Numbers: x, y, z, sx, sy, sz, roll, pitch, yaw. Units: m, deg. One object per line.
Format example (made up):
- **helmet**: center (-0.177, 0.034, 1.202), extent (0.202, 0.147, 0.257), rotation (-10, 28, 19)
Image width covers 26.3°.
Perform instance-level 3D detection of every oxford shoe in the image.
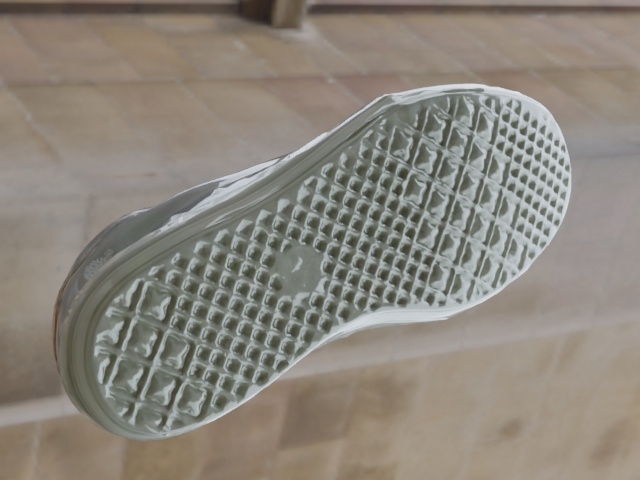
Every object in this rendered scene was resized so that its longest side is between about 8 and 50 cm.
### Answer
- **oxford shoe**: center (0.000, 0.000, 0.953), extent (0.130, 0.449, 0.169), rotation (1, -68, 55)
